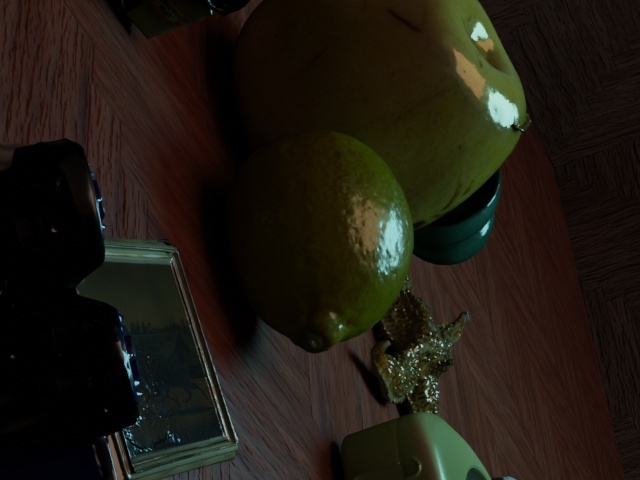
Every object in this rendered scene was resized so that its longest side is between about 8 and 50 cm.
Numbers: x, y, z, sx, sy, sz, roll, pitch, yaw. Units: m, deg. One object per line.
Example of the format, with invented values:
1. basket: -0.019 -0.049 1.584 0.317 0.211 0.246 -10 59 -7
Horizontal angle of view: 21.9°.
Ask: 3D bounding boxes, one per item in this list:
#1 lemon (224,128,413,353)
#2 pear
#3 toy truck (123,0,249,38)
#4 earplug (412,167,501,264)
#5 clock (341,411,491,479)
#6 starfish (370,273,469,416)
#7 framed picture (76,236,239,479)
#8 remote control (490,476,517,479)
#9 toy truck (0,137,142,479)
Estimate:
1. lemon: 0.000 0.000 1.565 0.184 0.184 0.248 53 23 -49
2. pear: 0.059 -0.154 1.763 0.309 0.309 0.309 -19 90 -75
3. toy truck: -0.167 -0.300 1.451 0.257 0.127 0.127 55 15 -45
4. earplug: 0.107 -0.081 2.093 0.164 0.257 0.280 -58 141 -31
5. clock: 0.140 0.361 1.734 0.348 0.117 0.286 51 24 -55
6. starfish: 0.131 0.135 2.057 0.301 0.084 0.293 55 22 -34
7. framed picture: -0.132 0.088 1.293 0.252 0.014 0.197 6 65 -74
8. remote control: 0.218 0.338 2.009 0.293 0.051 0.103 111 -32 -81
9. toy truck: -0.184 0.057 0.924 0.177 0.161 0.213 88 -12 -71
